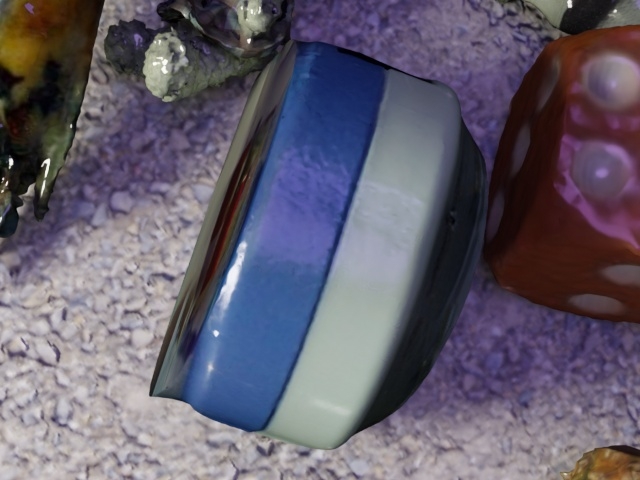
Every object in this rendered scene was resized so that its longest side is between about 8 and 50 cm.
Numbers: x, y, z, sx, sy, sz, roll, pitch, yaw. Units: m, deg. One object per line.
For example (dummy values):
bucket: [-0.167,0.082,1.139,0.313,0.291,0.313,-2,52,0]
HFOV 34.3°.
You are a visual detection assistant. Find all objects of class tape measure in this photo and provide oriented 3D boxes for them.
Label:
tape measure: [0.001,0.001,0.683,0.138,0.262,0.259,19,77,-12]

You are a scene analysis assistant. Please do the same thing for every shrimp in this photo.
shrimp: [-0.263,-0.185,0.744,0.272,0.085,0.445,7,94,24]

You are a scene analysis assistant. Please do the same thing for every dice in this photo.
dice: [0.225,-0.040,0.746,0.174,0.179,0.174,15,77,-5]

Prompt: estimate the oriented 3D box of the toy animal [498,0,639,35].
toy animal: [0.242,-0.201,0.830,0.225,0.094,0.121,27,86,-1]

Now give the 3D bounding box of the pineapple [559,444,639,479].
pineapple: [0.195,0.297,0.699,0.170,0.141,0.310,17,84,-7]

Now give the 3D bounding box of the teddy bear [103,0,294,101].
teddy bear: [-0.056,-0.184,0.778,0.213,0.111,0.133,-51,43,3]
